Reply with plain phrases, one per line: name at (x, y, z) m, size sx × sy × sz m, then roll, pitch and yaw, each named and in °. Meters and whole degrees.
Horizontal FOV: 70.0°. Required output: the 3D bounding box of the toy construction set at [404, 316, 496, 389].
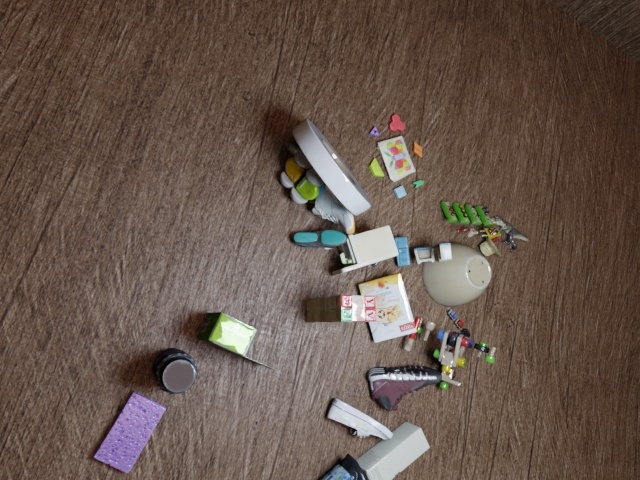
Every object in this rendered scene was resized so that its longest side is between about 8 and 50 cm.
toy construction set at (0.483, 0.469, 1.832) m, size 0.309 × 0.257 × 0.237 m, roll 22°, pitch 86°, yaw 1°

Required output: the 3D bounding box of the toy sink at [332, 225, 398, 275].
toy sink at (0.150, 0.036, 1.752) m, size 0.234 × 0.153 × 0.131 m, roll -16°, pitch 85°, yaw -16°

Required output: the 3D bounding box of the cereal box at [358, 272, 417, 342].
cereal box at (0.263, 0.263, 1.796) m, size 0.173 × 0.047 × 0.240 m, roll -17°, pitch 88°, yaw 5°

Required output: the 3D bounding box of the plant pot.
plant pot at (0.601, 0.137, 1.928) m, size 0.284 × 0.191 × 0.283 m, roll 4°, pitch 80°, yaw -23°

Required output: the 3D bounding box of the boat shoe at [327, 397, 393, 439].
boat shoe at (0.146, 0.686, 1.699) m, size 0.268 × 0.096 × 0.088 m, roll 35°, pitch 74°, yaw -15°

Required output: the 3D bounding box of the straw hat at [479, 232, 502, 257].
straw hat at (0.760, 0.035, 2.081) m, size 0.061 × 0.144 × 0.144 m, roll -33°, pitch 98°, yaw 13°

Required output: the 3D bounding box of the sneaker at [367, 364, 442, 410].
sneaker at (0.326, 0.576, 1.769) m, size 0.282 × 0.106 × 0.162 m, roll -1°, pitch 95°, yaw 7°

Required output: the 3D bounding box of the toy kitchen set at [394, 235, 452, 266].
toy kitchen set at (0.404, 0.031, 1.823) m, size 0.207 × 0.166 × 0.122 m, roll -8°, pitch 84°, yaw 9°

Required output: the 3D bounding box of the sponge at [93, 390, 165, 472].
sponge at (-0.587, 0.592, 1.418) m, size 0.117 × 0.031 × 0.210 m, roll 34°, pitch 71°, yaw -16°

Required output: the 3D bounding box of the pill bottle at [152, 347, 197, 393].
pill bottle at (-0.446, 0.401, 1.404) m, size 0.123 × 0.219 × 0.122 m, roll 4°, pitch 81°, yaw -23°

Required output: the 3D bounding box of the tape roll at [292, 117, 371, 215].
tape roll at (0.042, -0.264, 1.649) m, size 0.072 × 0.392 × 0.392 m, roll -35°, pitch 99°, yaw 11°

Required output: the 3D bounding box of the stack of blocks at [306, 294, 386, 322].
stack of blocks at (0.083, 0.246, 1.621) m, size 0.171 × 0.297 × 0.087 m, roll 4°, pitch 79°, yaw -24°

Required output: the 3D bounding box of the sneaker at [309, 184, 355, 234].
sneaker at (0.039, -0.104, 1.723) m, size 0.121 × 0.099 × 0.262 m, roll -22°, pitch 49°, yaw -10°

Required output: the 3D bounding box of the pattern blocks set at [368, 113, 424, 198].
pattern blocks set at (0.328, -0.357, 1.969) m, size 0.285 × 0.026 × 0.324 m, roll -37°, pitch 98°, yaw -24°

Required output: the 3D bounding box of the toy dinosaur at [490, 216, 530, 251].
toy dinosaur at (0.904, -0.018, 2.160) m, size 0.268 × 0.064 × 0.118 m, roll 29°, pitch 65°, yaw -21°

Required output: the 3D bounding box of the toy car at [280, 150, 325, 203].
toy car at (-0.050, -0.234, 1.711) m, size 0.136 × 0.159 × 0.182 m, roll -13°, pitch 64°, yaw -50°

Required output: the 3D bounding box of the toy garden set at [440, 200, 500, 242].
toy garden set at (0.674, -0.091, 2.019) m, size 0.245 × 0.049 × 0.203 m, roll 4°, pitch 51°, yaw -24°

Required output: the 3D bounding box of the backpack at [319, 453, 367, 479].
backpack at (0.034, 0.967, 1.542) m, size 0.356 × 0.273 × 0.289 m, roll -24°, pitch 99°, yaw -13°

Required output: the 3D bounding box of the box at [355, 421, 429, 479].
box at (0.268, 0.810, 1.726) m, size 0.275 × 0.113 × 0.094 m, roll -26°, pitch 94°, yaw -24°

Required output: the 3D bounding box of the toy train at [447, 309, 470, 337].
toy train at (0.599, 0.360, 1.979) m, size 0.027 × 0.036 × 0.158 m, roll -43°, pitch 100°, yaw -23°

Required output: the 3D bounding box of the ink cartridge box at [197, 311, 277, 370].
ink cartridge box at (-0.258, 0.335, 1.517) m, size 0.255 × 0.189 × 0.096 m, roll 30°, pitch 70°, yaw -19°

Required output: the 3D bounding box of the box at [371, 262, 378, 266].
box at (0.217, 0.057, 1.862) m, size 0.067 × 0.018 × 0.083 m, roll 38°, pitch 69°, yaw -13°

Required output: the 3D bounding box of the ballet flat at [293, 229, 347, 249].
ballet flat at (0.000, 0.000, 1.710) m, size 0.203 × 0.074 × 0.074 m, roll 0°, pitch 81°, yaw 9°
